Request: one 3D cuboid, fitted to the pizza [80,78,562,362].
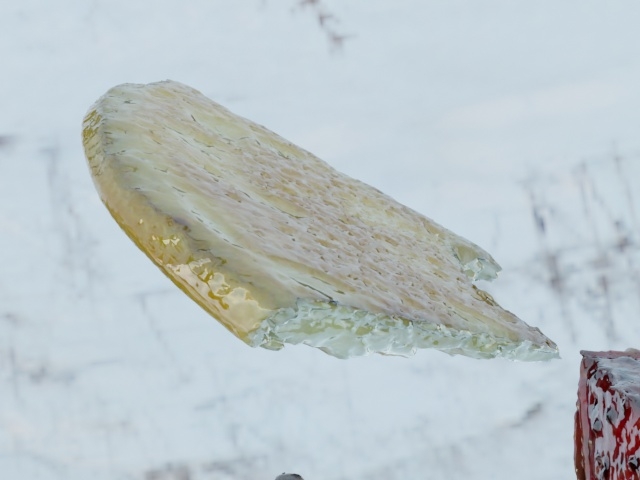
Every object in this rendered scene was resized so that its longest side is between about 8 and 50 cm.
[{"bbox_3d":[0.000,0.000,0.785,0.262,0.181,0.034,17,114,-46],"label":"pizza"}]

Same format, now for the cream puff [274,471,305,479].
[{"bbox_3d":[-0.003,0.147,0.633,0.104,0.119,0.133,-23,-150,-28],"label":"cream puff"}]

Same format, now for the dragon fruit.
[{"bbox_3d":[0.143,0.077,0.544,0.131,0.063,0.097,6,-170,-3],"label":"dragon fruit"}]
